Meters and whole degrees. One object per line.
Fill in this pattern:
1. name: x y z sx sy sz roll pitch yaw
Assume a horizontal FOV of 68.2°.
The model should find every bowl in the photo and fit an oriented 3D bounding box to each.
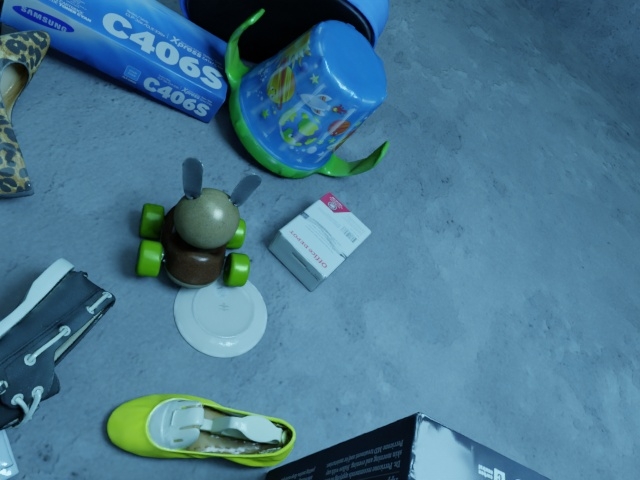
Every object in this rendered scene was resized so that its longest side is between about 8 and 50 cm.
1. bowl: -0.070 -0.425 0.883 0.392 0.391 0.077 10 87 -24

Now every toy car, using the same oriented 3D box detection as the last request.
1. toy car: -0.162 -0.038 0.664 0.155 0.188 0.148 9 44 -25

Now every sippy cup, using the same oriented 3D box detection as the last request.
1. sippy cup: -0.010 -0.262 0.853 0.306 0.224 0.239 8 65 -39

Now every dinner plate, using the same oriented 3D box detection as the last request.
1. dinner plate: -0.144 0.104 0.702 0.141 0.017 0.141 15 51 -20

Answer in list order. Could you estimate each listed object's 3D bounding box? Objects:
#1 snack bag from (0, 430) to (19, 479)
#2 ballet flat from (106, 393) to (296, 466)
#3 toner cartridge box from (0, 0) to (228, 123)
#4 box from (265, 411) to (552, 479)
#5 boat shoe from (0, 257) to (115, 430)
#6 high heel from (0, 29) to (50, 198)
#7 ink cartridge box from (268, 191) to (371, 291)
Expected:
1. snack bag: -0.522 0.161 0.436 0.343 0.037 0.322 -21 70 -38
2. ballet flat: -0.136 0.229 0.580 0.231 0.077 0.077 17 53 -18
3. toner cartridge box: -0.330 -0.358 0.826 0.348 0.075 0.165 22 49 -31
4. box: 0.036 0.367 0.408 0.179 0.343 0.312 30 50 -10
5. boat shoe: -0.311 0.132 0.490 0.091 0.114 0.302 36 33 -17
6. high heel: -0.423 -0.183 0.678 0.186 0.093 0.261 30 65 -1
7. ink cartridge box: 0.000 0.000 0.822 0.109 0.063 0.150 45 49 4
